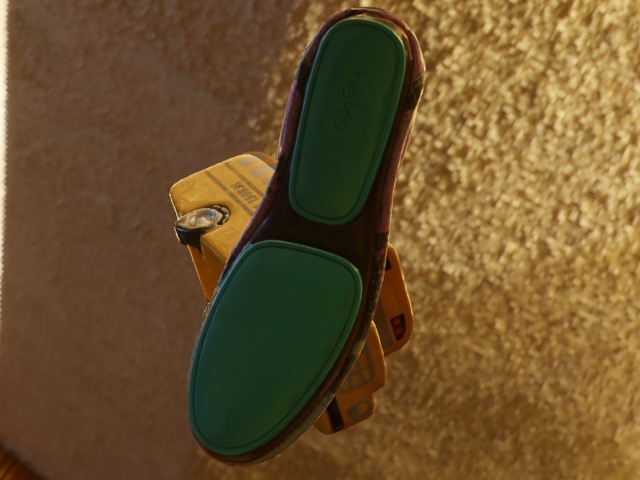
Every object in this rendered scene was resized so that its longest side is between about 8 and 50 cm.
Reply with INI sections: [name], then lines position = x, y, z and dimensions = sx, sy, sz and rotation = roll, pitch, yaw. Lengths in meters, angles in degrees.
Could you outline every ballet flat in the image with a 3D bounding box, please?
[ballet flat]
position = 0.000, 0.000, 0.659
dimensions = 0.076, 0.222, 0.079
rotation = 17, -2, 12

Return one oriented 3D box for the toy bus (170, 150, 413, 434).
[toy bus]
position = -0.027, 0.032, 1.158
dimensions = 0.332, 0.130, 0.108
rotation = 39, -32, 59
